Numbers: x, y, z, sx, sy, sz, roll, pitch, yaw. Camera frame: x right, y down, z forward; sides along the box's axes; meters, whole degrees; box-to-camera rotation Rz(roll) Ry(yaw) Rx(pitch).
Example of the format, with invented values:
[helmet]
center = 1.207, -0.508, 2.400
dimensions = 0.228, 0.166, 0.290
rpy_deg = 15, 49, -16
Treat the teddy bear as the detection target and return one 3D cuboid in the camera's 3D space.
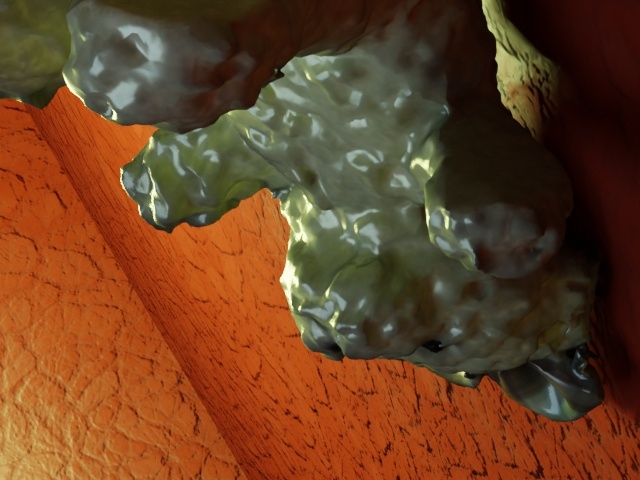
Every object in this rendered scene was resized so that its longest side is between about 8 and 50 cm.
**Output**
[teddy bear]
center = 0.000, 0.000, 0.829
dimensions = 0.327, 0.375, 0.362
rpy_deg = 13, 118, 39
